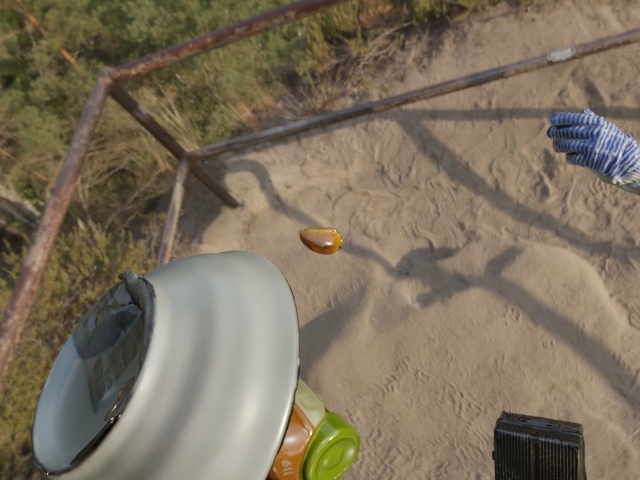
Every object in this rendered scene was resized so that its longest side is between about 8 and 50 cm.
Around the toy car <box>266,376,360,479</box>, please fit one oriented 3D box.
[{"bbox_3d":[-0.082,0.269,0.560,0.235,0.235,0.145,-52,43,-7],"label":"toy car"}]

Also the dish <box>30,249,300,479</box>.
[{"bbox_3d":[-0.166,0.128,0.458,0.316,0.106,0.316,-27,44,31],"label":"dish"}]

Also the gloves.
[{"bbox_3d":[0.523,-0.167,0.939,0.229,0.097,0.119,35,69,22],"label":"gloves"}]

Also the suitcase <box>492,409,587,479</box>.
[{"bbox_3d":[0.592,0.654,1.379,0.230,0.152,0.335,0,99,30],"label":"suitcase"}]

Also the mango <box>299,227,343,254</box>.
[{"bbox_3d":[0.000,0.000,1.417,0.127,0.063,0.077,10,67,-16],"label":"mango"}]
